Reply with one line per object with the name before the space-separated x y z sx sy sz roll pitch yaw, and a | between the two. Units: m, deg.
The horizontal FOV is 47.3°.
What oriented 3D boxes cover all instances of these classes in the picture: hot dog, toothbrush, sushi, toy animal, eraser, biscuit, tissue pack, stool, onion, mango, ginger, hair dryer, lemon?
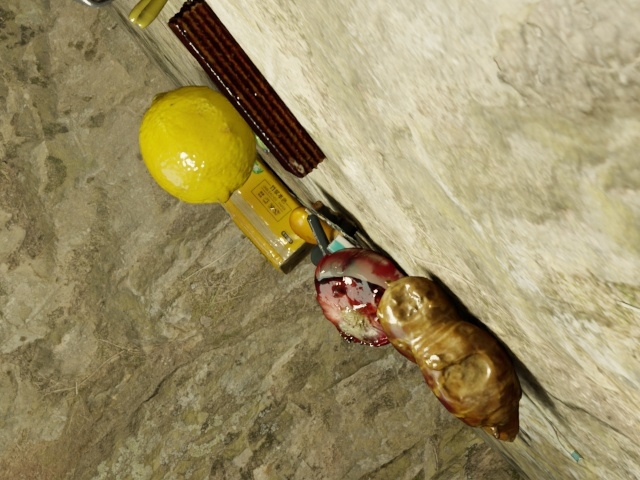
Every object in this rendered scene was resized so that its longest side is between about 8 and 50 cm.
hot dog | 0.065 0.001 2.050 0.090 0.060 0.140 50 167 6
toothbrush | 0.475 0.387 1.534 0.204 0.022 0.017 49 -168 1
sushi | 0.037 -0.055 1.793 0.210 0.040 0.192 36 179 38
toy animal | -0.143 -0.268 1.828 0.075 0.041 0.217 48 172 23
eraser | 0.117 0.070 1.911 0.225 0.052 0.095 38 176 -1
biscuit | -0.139 -0.282 1.378 0.388 0.073 0.107 51 174 -25
tissue pack | -0.184 -0.091 2.634 0.382 0.228 0.293 49 176 9
stool | -0.327 -0.467 1.344 0.135 0.110 0.134 49 177 12
onion | 0.116 0.116 1.782 0.272 0.195 0.272 18 132 22
mango | -0.030 -0.047 2.277 0.141 0.102 0.217 41 176 17
ginger | 0.258 0.230 1.415 0.357 0.152 0.274 48 177 27
hair dryer | 0.000 0.000 1.998 0.124 0.071 0.219 32 152 54
lemon | -0.338 -0.266 2.032 0.336 0.336 0.336 48 176 4

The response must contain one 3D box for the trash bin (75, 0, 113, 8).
trash bin | -0.372 -0.475 1.112 0.290 0.209 0.182 37 168 45
